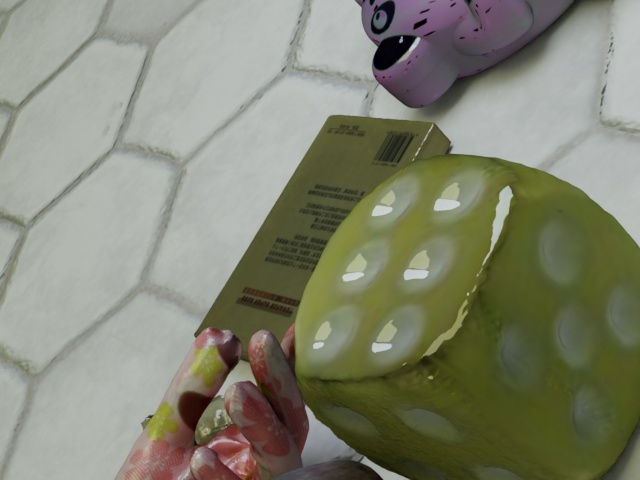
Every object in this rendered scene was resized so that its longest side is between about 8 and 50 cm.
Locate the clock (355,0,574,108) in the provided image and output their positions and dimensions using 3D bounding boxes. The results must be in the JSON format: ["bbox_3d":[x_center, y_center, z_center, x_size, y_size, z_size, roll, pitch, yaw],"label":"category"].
[{"bbox_3d":[0.136,-0.238,1.381,0.248,0.090,0.227,-39,33,21],"label":"clock"}]

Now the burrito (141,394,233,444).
[{"bbox_3d":[-0.092,0.151,1.312,0.149,0.041,0.055,-18,42,43],"label":"burrito"}]

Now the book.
[{"bbox_3d":[0.000,0.000,1.365,0.161,0.026,0.231,13,68,56],"label":"book"}]

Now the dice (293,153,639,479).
[{"bbox_3d":[0.098,0.058,1.047,0.166,0.169,0.169,-5,53,49],"label":"dice"}]

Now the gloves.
[{"bbox_3d":[-0.065,0.162,1.193,0.241,0.126,0.145,-48,21,10],"label":"gloves"}]

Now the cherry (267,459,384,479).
[{"bbox_3d":[-0.017,0.224,1.058,0.176,0.140,0.176,-21,23,10],"label":"cherry"}]
